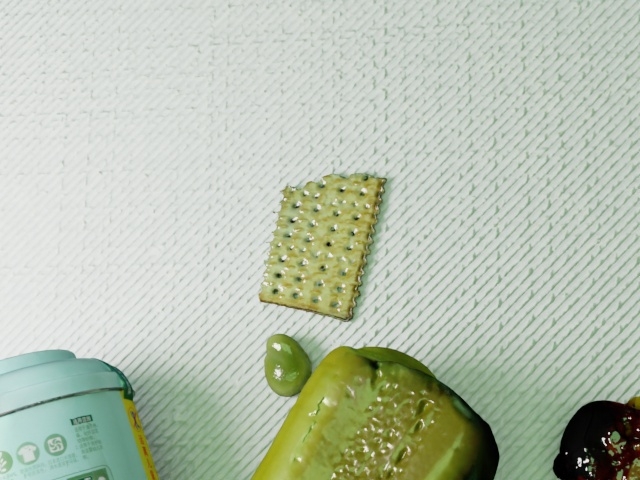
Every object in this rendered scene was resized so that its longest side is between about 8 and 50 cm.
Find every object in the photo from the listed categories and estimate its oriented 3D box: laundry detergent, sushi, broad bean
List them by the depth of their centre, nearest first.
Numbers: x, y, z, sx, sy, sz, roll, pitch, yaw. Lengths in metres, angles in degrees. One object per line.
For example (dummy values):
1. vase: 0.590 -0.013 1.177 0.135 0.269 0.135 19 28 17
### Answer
1. sushi: 0.361 0.264 1.292 0.150 0.153 0.172 36 105 -6
2. laundry detergent: -0.335 0.303 1.314 0.287 0.287 0.305 -22 76 3
3. broad bean: -0.043 0.161 1.430 0.063 0.045 0.083 -12 84 7

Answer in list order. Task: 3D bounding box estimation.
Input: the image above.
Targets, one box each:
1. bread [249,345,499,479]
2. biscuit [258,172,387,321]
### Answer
1. bread: 0.044 0.316 1.296 0.251 0.208 0.376 28 83 20
2. biscuit: 0.000 0.000 1.471 0.144 0.016 0.203 11 80 10
